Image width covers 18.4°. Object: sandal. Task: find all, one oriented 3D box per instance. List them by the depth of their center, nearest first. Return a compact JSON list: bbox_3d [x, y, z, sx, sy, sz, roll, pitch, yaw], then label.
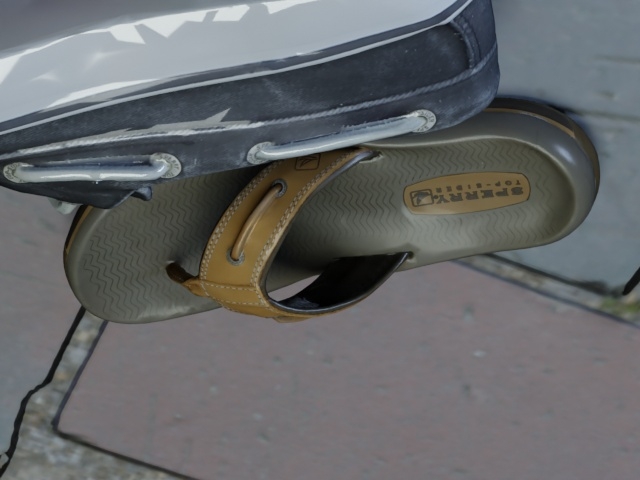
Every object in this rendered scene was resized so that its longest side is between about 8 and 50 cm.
[{"bbox_3d":[0.000,0.000,0.767,0.219,0.060,0.090,-6,134,12],"label":"sandal"}]

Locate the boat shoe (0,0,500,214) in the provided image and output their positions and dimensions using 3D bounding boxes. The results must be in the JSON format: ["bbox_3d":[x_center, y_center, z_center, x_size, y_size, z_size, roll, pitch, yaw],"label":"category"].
[{"bbox_3d":[-0.086,-0.057,0.697,0.301,0.108,0.102,-11,131,7],"label":"boat shoe"}]
